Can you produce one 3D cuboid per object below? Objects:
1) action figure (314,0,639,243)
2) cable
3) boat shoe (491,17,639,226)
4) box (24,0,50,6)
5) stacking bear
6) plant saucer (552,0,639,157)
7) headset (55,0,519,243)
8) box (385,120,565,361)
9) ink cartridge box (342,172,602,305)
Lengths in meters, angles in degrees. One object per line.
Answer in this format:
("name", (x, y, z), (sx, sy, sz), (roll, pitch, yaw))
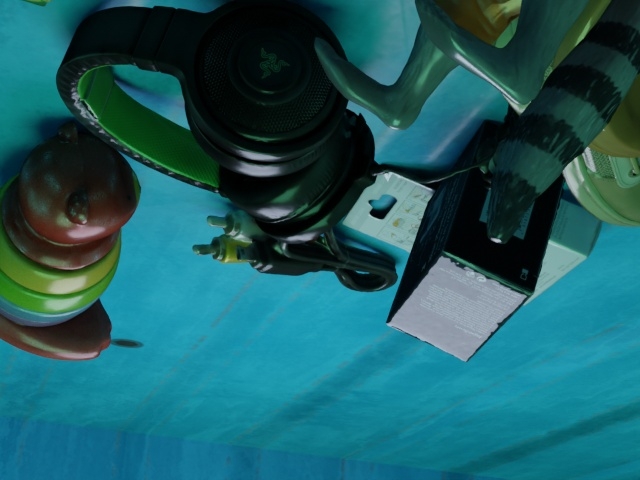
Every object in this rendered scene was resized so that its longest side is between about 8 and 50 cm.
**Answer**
("action figure", (0.164, -0.154, 0.691), (0.330, 0.178, 0.341), (-34, 176, -10))
("cable", (0.000, 0.000, 1.498), (0.287, 0.072, 0.139), (7, 147, -45))
("boat shoe", (0.239, -0.102, 1.013), (0.110, 0.122, 0.341), (-7, 156, 32))
("box", (-0.222, -0.220, 0.897), (0.105, 0.043, 0.179), (10, 157, -18))
("stacking bear", (-0.269, -0.010, 1.353), (0.164, 0.175, 0.289), (4, 153, -21))
("plant saucer", (0.253, -0.131, 0.892), (0.200, 0.037, 0.200), (-15, 137, -15))
("headset", (-0.019, -0.115, 1.078), (0.394, 0.185, 0.243), (14, 160, 18))
("box", (0.145, 0.003, 1.219), (0.093, 0.156, 0.158), (24, 148, -4))
("ink cartridge box", (0.157, -0.020, 1.403), (0.232, 0.066, 0.189), (27, 159, -2))
